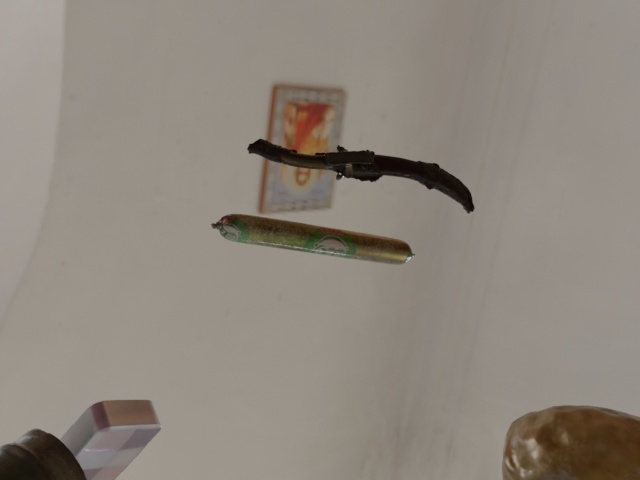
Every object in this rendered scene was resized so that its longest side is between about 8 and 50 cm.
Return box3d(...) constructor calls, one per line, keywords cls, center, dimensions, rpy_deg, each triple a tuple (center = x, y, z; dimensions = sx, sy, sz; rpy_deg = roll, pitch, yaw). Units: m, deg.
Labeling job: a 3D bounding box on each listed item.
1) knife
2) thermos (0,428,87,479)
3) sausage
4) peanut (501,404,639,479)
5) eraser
box3d(cls="knife", center=(0.042, -0.070, 0.827), dimensions=(0.222, 0.046, 0.021), rpy_deg=(13, 151, -15))
box3d(cls="thermos", center=(-0.226, 0.180, 0.505), dimensions=(0.187, 0.073, 0.083), rpy_deg=(-24, 170, -48))
box3d(cls="sausage", center=(0.000, 0.000, 1.004), dimensions=(0.269, 0.033, 0.033), rpy_deg=(9, -170, -32))
box3d(cls="peanut", center=(0.208, 0.169, 0.515), dimensions=(0.226, 0.095, 0.108), rpy_deg=(31, -142, 15))
box3d(cls="eraser", center=(-0.180, 0.169, 0.733), dimensions=(0.065, 0.105, 0.026), rpy_deg=(12, -139, -45))
